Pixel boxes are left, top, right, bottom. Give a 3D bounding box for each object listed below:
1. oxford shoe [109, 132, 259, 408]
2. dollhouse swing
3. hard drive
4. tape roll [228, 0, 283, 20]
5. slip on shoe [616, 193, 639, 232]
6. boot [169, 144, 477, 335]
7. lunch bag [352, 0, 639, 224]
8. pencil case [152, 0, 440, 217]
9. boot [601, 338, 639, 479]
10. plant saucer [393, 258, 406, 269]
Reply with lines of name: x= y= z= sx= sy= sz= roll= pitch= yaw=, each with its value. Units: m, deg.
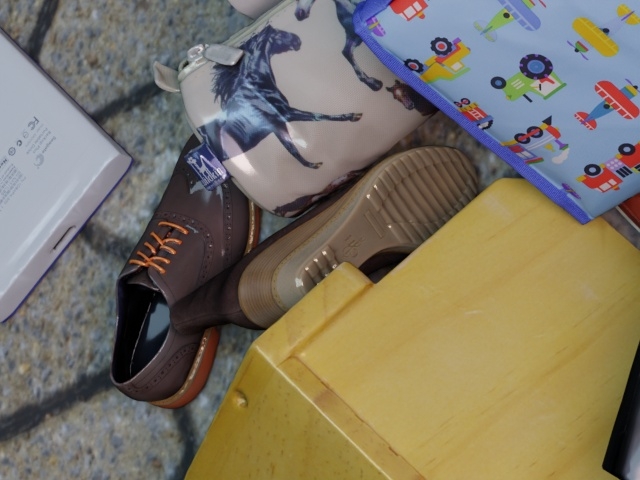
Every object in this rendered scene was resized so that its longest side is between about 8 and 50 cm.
oxford shoe: x=-0.127 y=0.018 z=1.770 sx=0.097 sy=0.098 sz=0.271 roll=9 pitch=83 yaw=28
dollhouse swing: x=0.134 y=0.180 z=1.595 sx=0.347 sy=0.305 sz=0.315 roll=42 pitch=138 yaw=14
hard drive: x=-0.353 y=-0.099 z=1.940 sx=0.319 sy=0.040 sz=0.210 roll=44 pitch=99 yaw=27
tape roll: x=0.023 y=-0.312 z=1.663 sx=0.286 sy=0.286 sz=0.100 roll=-36 pitch=66 yaw=16
slip on shoe: x=0.352 y=-0.007 z=1.537 sx=0.331 sy=0.101 sz=0.123 roll=40 pitch=100 yaw=29
boot: x=0.000 y=0.000 z=1.701 sx=0.207 sy=0.248 sz=0.090 roll=-14 pitch=107 yaw=55
lunch bag: x=0.185 y=-0.165 z=1.467 sx=0.221 sy=0.293 sz=0.138 roll=-32 pitch=45 yaw=35
pencil case: x=0.059 y=-0.191 z=1.621 sx=0.410 sy=0.183 sz=0.160 roll=-38 pitch=37 yaw=21
boot: x=0.427 y=0.011 z=1.328 sx=0.367 sy=0.146 sz=0.445 roll=16 pitch=78 yaw=15
plant saucer: x=0.109 y=0.045 z=1.691 sx=0.119 sy=0.021 sz=0.119 roll=-6 pitch=76 yaw=25
